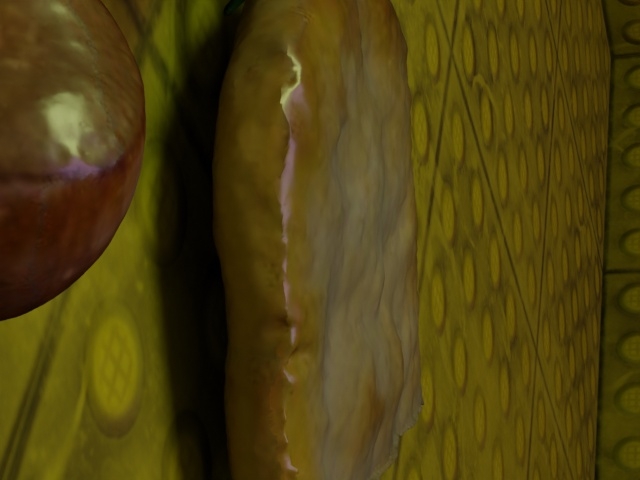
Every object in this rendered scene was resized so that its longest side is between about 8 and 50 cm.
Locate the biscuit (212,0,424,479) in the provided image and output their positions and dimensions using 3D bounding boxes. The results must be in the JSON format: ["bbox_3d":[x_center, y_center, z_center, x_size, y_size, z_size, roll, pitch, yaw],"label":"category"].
[{"bbox_3d":[-0.001,0.000,1.104,0.429,0.104,0.446,-50,138,-66],"label":"biscuit"}]

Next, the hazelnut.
[{"bbox_3d":[-0.141,-0.040,0.627,0.150,0.150,0.150,-3,90,-72],"label":"hazelnut"}]

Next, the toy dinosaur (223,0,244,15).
[{"bbox_3d":[0.057,-0.339,0.863,0.301,0.087,0.447,-152,-95,-80],"label":"toy dinosaur"}]
